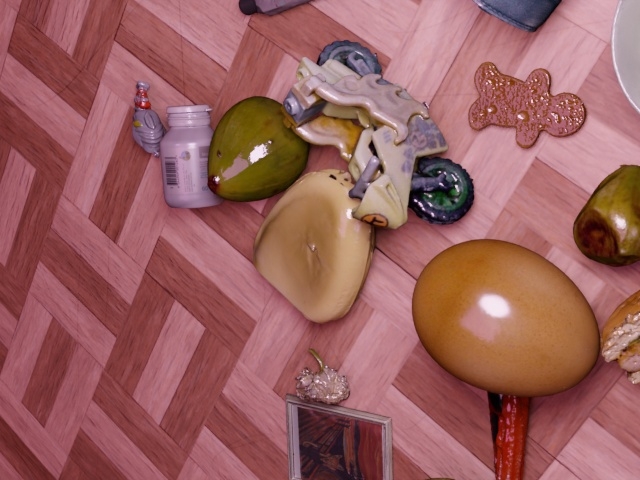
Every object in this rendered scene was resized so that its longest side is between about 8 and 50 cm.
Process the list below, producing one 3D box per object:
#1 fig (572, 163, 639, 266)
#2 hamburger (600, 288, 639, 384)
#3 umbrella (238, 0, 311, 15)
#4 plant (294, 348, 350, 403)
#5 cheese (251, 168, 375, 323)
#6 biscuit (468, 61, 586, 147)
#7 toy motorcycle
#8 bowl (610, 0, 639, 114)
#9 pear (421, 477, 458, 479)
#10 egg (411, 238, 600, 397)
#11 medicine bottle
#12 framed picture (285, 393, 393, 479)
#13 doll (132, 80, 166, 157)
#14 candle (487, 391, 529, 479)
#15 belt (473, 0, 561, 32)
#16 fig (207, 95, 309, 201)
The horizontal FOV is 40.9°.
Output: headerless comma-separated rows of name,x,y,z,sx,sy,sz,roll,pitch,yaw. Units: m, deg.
fig,0.485,-0.038,1.372,0.144,0.154,0.165,19,80,46
hamburger,0.555,0.099,1.345,0.124,0.131,0.262,39,120,-19
umbrella,-0.022,-0.496,1.650,0.338,0.067,0.073,-10,81,36
plant,0.004,0.288,1.813,0.117,0.104,0.121,1,66,-1
cheese,0.000,0.000,1.697,0.259,0.128,0.315,41,125,13
biscuit,0.355,-0.228,1.470,0.205,0.031,0.138,17,110,31
toy motorcycle,0.093,-0.181,1.549,0.410,0.237,0.168,55,150,13
bowl,0.584,-0.292,1.218,0.307,0.163,0.306,9,106,33
pear,0.237,0.579,1.583,0.284,0.284,0.283,8,105,33
egg,0.309,0.134,1.446,0.323,0.250,0.250,29,115,22
medicine bottle,-0.277,-0.183,1.851,0.135,0.135,0.215,4,102,34
framed picture,0.035,0.455,1.849,0.274,0.016,0.216,5,103,34
doll,-0.395,-0.274,1.957,0.094,0.079,0.180,-20,81,64
candle,0.345,0.373,1.593,0.084,0.059,0.301,10,104,45
belt,0.271,-0.444,1.375,0.267,0.207,0.116,55,125,27
fig,-0.139,-0.173,1.707,0.203,0.225,0.202,26,135,29
